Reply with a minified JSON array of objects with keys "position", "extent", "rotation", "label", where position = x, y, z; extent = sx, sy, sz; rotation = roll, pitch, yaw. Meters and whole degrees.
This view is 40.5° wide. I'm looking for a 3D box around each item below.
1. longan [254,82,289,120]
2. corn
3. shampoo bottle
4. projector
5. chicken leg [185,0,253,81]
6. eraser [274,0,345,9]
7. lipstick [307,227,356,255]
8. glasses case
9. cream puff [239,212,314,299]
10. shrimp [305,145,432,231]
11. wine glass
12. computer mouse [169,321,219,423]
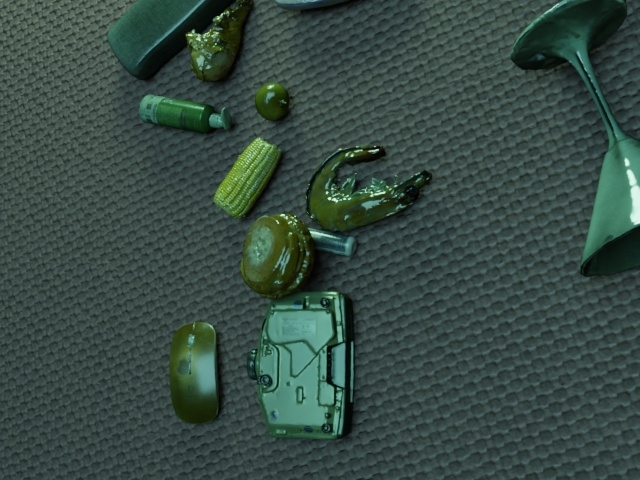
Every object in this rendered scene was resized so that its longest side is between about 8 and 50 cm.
[{"position":[-0.092,-0.274,1.719],"extent":[0.083,0.075,0.075],"rotation":[27,93,51],"label":"longan"},{"position":[-0.144,-0.126,1.727],"extent":[0.085,0.063,0.165],"rotation":[35,94,47],"label":"corn"},{"position":[-0.276,-0.261,1.797],"extent":[0.204,0.065,0.065],"rotation":[13,87,23],"label":"shampoo bottle"},{"position":[-0.039,0.230,1.615],"extent":[0.193,0.088,0.270],"rotation":[-2,80,19],"label":"projector"},{"position":[-0.208,-0.424,1.786],"extent":[0.101,0.085,0.208],"rotation":[26,83,10],"label":"chicken leg"},{"position":[0.015,-0.539,1.726],"extent":[0.243,0.059,0.204],"rotation":[-31,72,11],"label":"eraser"},{"position":[0.000,0.000,1.660],"extent":[0.141,0.040,0.040],"rotation":[12,86,23],"label":"lipstick"},{"position":[-0.307,-0.487,1.838],"extent":[0.323,0.074,0.131],"rotation":[-39,71,12],"label":"glasses case"},{"position":[-0.074,0.031,1.608],"extent":[0.150,0.115,0.165],"rotation":[31,95,47],"label":"cream puff"},{"position":[0.082,-0.109,1.641],"extent":[0.253,0.058,0.173],"rotation":[-24,65,18],"label":"shrimp"},{"position":[0.475,-0.176,1.396],"extent":[0.267,0.267,0.406],"rotation":[-22,69,17],"label":"wine glass"},{"position":[-0.247,0.262,1.717],"extent":[0.102,0.045,0.199],"rotation":[-6,80,18],"label":"computer mouse"}]
